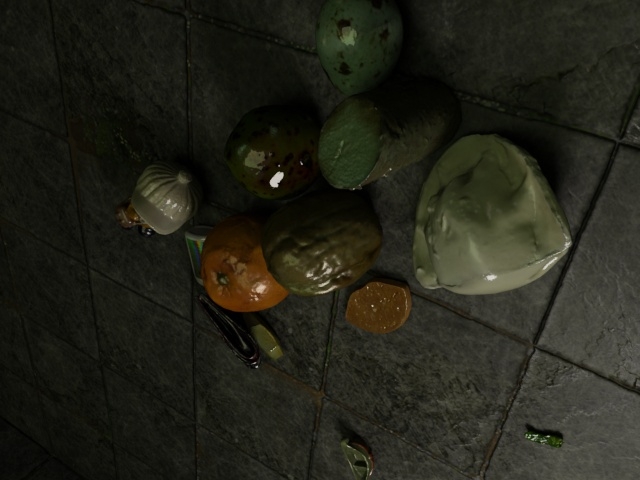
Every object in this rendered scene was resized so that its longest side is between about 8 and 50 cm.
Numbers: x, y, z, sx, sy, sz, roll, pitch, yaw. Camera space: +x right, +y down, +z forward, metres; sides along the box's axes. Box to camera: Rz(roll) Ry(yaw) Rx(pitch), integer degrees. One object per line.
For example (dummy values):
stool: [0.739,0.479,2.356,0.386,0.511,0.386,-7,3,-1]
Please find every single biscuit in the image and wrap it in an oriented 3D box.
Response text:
biscuit: [0.148,0.166,1.540,0.142,0.029,0.220,51,132,1]

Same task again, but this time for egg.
egg: [0.074,-0.377,1.175,0.169,0.169,0.231,21,139,24]

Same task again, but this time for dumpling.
dumpling: [0.314,-0.049,1.217,0.395,0.233,0.316,-34,62,56]

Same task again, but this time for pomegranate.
pomegranate: [-0.128,-0.187,1.390,0.285,0.231,0.231,-15,107,40]

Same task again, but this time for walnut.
walnut: [0.000,0.000,1.399,0.282,0.283,0.227,21,156,24]

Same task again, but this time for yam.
yam: [0.130,-0.209,1.159,0.168,0.304,0.168,19,120,36]

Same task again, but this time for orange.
orange: [-0.180,0.056,1.571,0.261,0.261,0.261,17,125,26]

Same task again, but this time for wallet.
wallet: [-0.269,0.269,1.820,0.262,0.071,0.221,46,168,7]

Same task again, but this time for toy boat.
toy boat: [0.114,0.651,1.826,0.089,0.071,0.185,-11,109,40]
toy boat: [-0.172,0.279,1.815,0.065,0.066,0.172,-38,89,-1]

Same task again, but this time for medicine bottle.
medicine bottle: [-0.320,0.067,1.780,0.115,0.078,0.219,9,121,29]

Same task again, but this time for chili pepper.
chili pepper: [0.532,0.471,1.455,0.091,0.034,0.030,6,86,34]

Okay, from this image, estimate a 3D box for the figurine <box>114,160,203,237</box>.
figurine: [-0.457,-0.116,1.723,0.185,0.205,0.332,21,170,-30]
